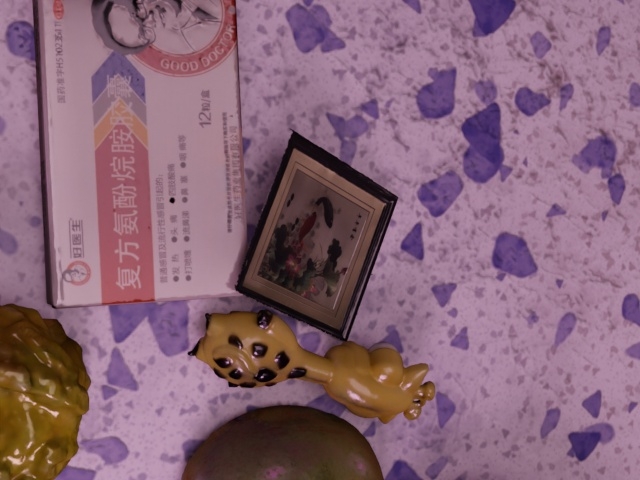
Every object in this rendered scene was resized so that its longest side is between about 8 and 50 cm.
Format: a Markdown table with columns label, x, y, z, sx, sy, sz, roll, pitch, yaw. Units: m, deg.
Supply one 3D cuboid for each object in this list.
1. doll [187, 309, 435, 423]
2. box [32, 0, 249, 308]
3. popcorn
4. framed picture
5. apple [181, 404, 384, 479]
| label | x | y | z | sx | sy | sz | roll | pitch | yaw |
| --- | --- | --- | --- | --- | --- | --- | --- | --- | --- |
| doll | -0.004 | 0.144 | 1.102 | 0.291 | 0.117 | 0.086 | 17 | 40 | -17 |
| box | -0.195 | -0.109 | 1.047 | 0.214 | 0.069 | 0.353 | -2 | 89 | -22 |
| popcorn | -0.322 | 0.151 | 0.951 | 0.197 | 0.155 | 0.198 | -6 | 111 | -15 |
| framed picture | 0.000 | 0.000 | 1.118 | 0.199 | 0.010 | 0.195 | 29 | 78 | -41 |
| apple | -0.034 | 0.283 | 1.083 | 0.264 | 0.120 | 0.193 | 1 | 78 | -24 |
